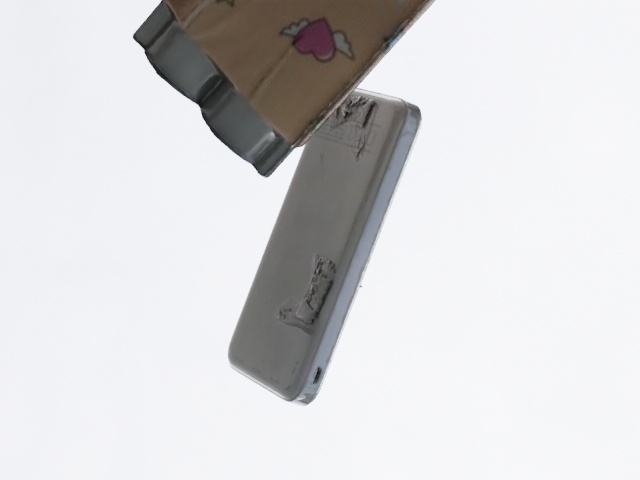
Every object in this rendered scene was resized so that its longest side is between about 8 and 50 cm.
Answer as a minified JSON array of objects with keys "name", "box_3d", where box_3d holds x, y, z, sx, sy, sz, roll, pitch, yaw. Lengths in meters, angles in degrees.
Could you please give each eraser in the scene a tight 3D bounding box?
[{"name":"eraser","box_3d":[0.001,-0.209,1.251,0.171,0.087,0.290,48,-70,12]}]

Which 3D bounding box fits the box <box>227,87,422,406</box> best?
[{"name":"box","box_3d":[0.000,0.000,1.412,0.142,0.044,0.285,23,-88,56]}]
